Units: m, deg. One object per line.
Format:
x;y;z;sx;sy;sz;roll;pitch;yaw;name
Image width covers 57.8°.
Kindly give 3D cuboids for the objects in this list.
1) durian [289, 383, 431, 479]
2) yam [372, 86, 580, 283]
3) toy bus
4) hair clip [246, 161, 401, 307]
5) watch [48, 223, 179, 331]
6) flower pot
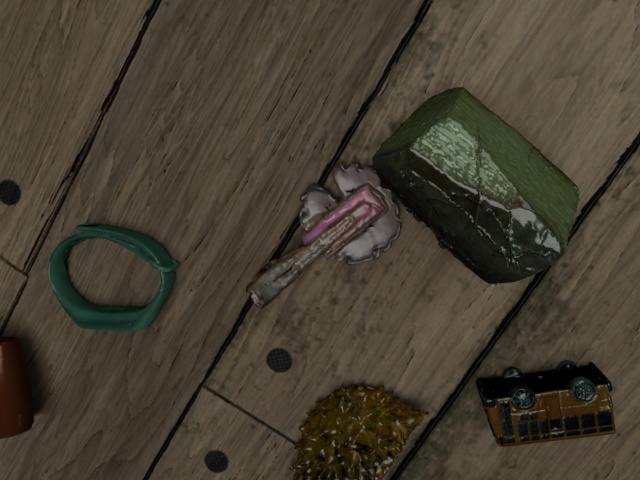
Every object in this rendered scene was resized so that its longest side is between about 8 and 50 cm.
0.034;0.403;1.035;0.191;0.112;0.341;30;105;0;durian
0.223;-0.084;0.882;0.271;0.202;0.201;46;138;-6;yam
0.373;0.276;0.972;0.201;0.098;0.114;-10;98;8;toy bus
-0.002;0.001;0.990;0.300;0.069;0.173;-38;94;2;hair clip
-0.377;0.069;1.063;0.237;0.068;0.194;3;98;11;watch
-0.633;0.271;1.083;0.191;0.190;0.173;2;88;8;flower pot
